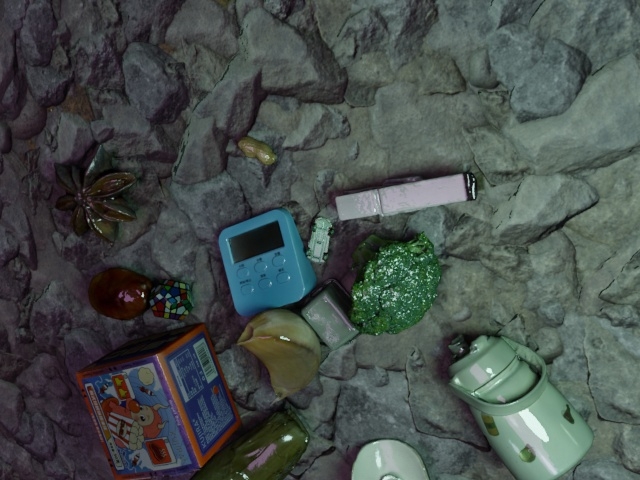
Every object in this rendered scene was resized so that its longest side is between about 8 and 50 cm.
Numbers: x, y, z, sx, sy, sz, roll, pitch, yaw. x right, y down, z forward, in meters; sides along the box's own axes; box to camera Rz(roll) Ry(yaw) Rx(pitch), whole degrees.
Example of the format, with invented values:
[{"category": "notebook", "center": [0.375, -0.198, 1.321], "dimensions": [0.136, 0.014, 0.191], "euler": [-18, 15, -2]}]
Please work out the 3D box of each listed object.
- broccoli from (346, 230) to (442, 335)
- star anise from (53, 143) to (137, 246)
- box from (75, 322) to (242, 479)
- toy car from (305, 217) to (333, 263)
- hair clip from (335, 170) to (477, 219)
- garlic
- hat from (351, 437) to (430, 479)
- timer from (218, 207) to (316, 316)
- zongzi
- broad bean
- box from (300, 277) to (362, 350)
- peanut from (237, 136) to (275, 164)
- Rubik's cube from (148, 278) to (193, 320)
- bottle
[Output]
[{"category": "broccoli", "center": [0.161, 0.102, 1.371], "dimensions": [0.242, 0.261, 0.269], "euler": [52, 157, 27]}, {"category": "star anise", "center": [-0.673, -0.140, 1.682], "dimensions": [0.314, 0.108, 0.316], "euler": [6, 104, 23]}, {"category": "box", "center": [-0.469, 0.470, 1.674], "dimensions": [0.318, 0.257, 0.349], "euler": [-15, 97, 23]}, {"category": "toy car", "center": [0.000, 0.000, 1.494], "dimensions": [0.059, 0.035, 0.122], "euler": [15, 100, 17]}, {"category": "hair clip", "center": [0.201, -0.109, 1.358], "dimensions": [0.330, 0.101, 0.085], "euler": [-5, 105, 24]}, {"category": "garlic", "center": [-0.095, 0.308, 1.534], "dimensions": [0.196, 0.151, 0.339], "euler": [-22, 135, -6]}, {"category": "hat", "center": [0.189, 0.697, 1.554], "dimensions": [0.257, 0.168, 0.302], "euler": [-9, 76, 1]}, {"category": "timer", "center": [-0.155, 0.058, 1.541], "dimensions": [0.231, 0.091, 0.250], "euler": [-20, 92, 25]}, {"category": "zongzi", "center": [-0.229, 0.628, 1.557], "dimensions": [0.356, 0.392, 0.174], "euler": [-48, 65, 20]}, {"category": "broad bean", "center": [-0.606, 0.160, 1.722], "dimensions": [0.228, 0.122, 0.156], "euler": [4, 107, 17]}, {"category": "box", "center": [0.033, 0.200, 1.496], "dimensions": [0.124, 0.093, 0.172], "euler": [-43, 86, 21]}, {"category": "peanut", "center": [-0.167, -0.235, 1.491], "dimensions": [0.113, 0.054, 0.054], "euler": [29, 112, 12]}, {"category": "Rubik's cube", "center": [-0.432, 0.173, 1.663], "dimensions": [0.133, 0.133, 0.112], "euler": [41, 140, 7]}, {"category": "bottle", "center": [0.441, 0.362, 1.325], "dimensions": [0.229, 0.229, 0.352], "euler": [-41, 79, 25]}]
